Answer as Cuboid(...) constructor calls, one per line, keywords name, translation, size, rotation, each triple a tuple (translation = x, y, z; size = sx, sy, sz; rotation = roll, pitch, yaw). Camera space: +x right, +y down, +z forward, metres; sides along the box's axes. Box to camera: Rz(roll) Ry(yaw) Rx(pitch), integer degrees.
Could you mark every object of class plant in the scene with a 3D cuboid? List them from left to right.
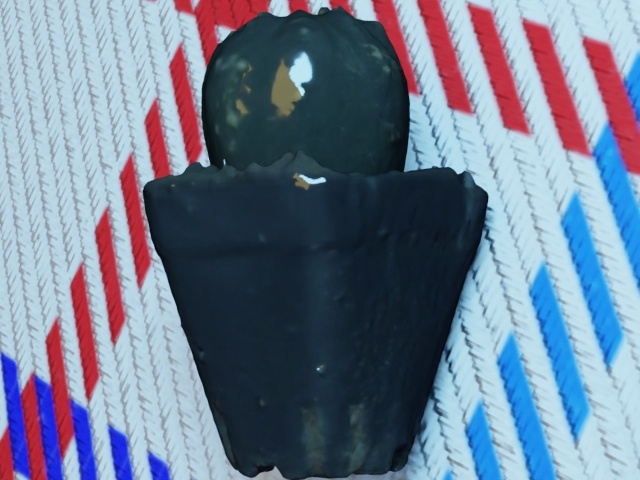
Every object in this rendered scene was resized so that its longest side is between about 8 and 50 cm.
Cuboid(name="plant", translation=(0.000, 0.000, 0.772), size=(0.141, 0.164, 0.256), rotation=(-6, 87, 39))
